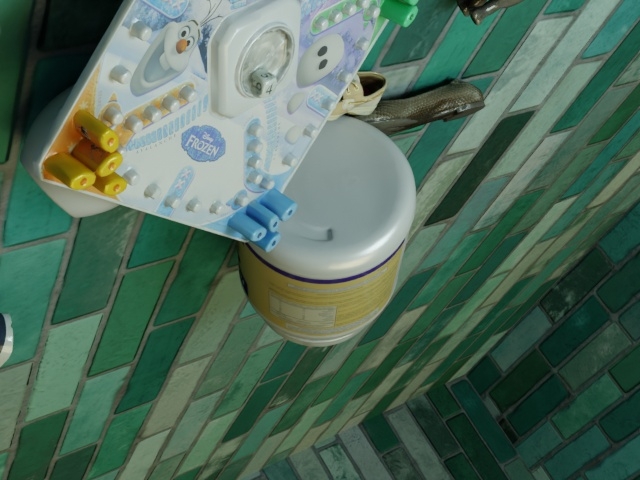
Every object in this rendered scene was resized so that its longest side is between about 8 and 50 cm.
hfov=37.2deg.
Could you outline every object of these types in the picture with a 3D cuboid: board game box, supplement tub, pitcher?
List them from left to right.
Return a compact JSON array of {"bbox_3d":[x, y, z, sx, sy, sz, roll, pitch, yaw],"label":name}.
[{"bbox_3d":[-0.209,-0.131,0.953,0.207,0.125,0.178,-43,154,-3],"label":"pitcher"},{"bbox_3d":[-0.055,-0.181,0.965,0.390,0.050,0.390,-58,154,6],"label":"board game box"},{"bbox_3d":[0.000,0.000,1.350,0.241,0.241,0.331,-27,158,-15],"label":"supplement tub"}]

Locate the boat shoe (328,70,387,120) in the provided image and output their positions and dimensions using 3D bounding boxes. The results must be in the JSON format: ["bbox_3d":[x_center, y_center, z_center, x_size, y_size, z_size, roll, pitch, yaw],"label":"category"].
[{"bbox_3d":[0.028,-0.196,1.223,0.059,0.063,0.170,-50,162,31],"label":"boat shoe"}]

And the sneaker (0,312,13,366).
[{"bbox_3d":[-0.500,0.168,1.250,0.095,0.090,0.235,15,126,-46],"label":"sneaker"}]

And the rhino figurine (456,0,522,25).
[{"bbox_3d":[0.204,-0.347,1.124,0.106,0.073,0.243,-31,157,5],"label":"rhino figurine"}]

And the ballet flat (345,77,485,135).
[{"bbox_3d":[0.132,-0.195,1.384,0.250,0.058,0.084,-16,175,-25],"label":"ballet flat"}]
